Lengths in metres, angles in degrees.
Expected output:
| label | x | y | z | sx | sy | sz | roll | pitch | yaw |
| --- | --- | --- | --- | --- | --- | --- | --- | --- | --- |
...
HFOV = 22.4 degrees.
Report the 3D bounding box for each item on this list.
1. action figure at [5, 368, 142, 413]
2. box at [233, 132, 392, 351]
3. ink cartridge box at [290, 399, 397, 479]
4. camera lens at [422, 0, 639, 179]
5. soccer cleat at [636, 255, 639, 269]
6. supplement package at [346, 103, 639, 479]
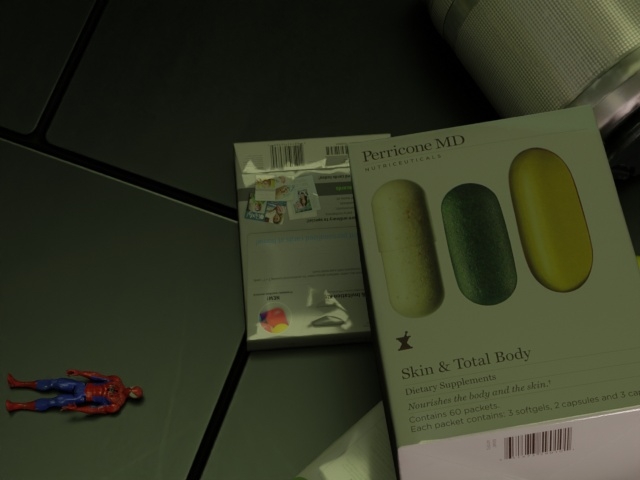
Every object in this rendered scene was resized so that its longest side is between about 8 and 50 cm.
| label | x | y | z | sx | sy | sz | roll | pitch | yaw |
| --- | --- | --- | --- | --- | --- | --- | --- | --- | --- |
| action figure | -0.210 | 0.130 | 1.379 | 0.115 | 0.030 | 0.038 | 0 | 64 | -4 |
| box | 0.000 | 0.000 | 1.430 | 0.145 | 0.038 | 0.186 | -4 | 68 | -3 |
| ink cartridge box | 0.036 | 0.221 | 1.332 | 0.209 | 0.062 | 0.109 | -40 | 73 | -16 |
| camera lens | 0.227 | -0.199 | 1.416 | 0.219 | 0.219 | 0.274 | -30 | 73 | -12 |
| soccer cleat | 0.228 | 0.141 | 1.354 | 0.121 | 0.093 | 0.289 | 10 | 70 | 2 |
| supplement package | 0.139 | 0.069 | 1.248 | 0.199 | 0.198 | 0.262 | -9 | 57 | 1 |
